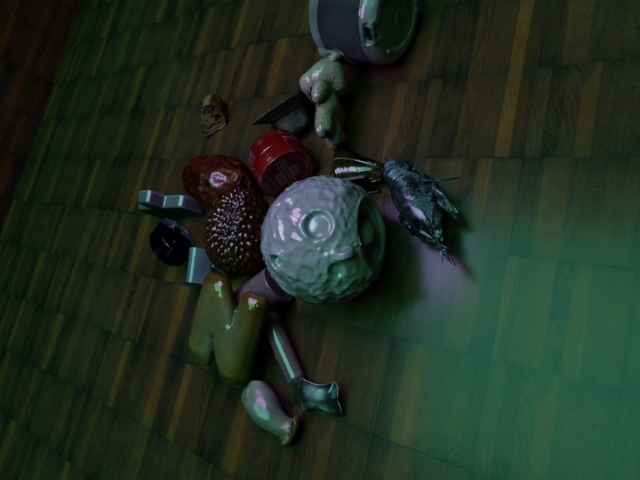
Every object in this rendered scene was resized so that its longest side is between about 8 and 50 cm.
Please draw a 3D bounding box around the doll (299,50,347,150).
[{"bbox_3d":[0.009,-0.413,1.319,0.149,0.175,0.279,2,69,-5],"label":"doll"}]

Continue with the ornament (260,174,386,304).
[{"bbox_3d":[0.000,0.000,1.143,0.336,0.337,0.338,-10,69,29],"label":"ornament"}]

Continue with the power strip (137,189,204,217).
[{"bbox_3d":[-0.587,-0.139,1.647,0.264,0.193,0.060,1,77,32],"label":"power strip"}]

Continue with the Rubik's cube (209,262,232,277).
[{"bbox_3d":[-0.317,0.076,1.467,0.111,0.093,0.111,-9,73,29],"label":"Rubik's cube"}]

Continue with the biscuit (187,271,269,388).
[{"bbox_3d":[-0.276,0.259,1.269,0.236,0.062,0.291,24,103,25],"label":"biscuit"}]

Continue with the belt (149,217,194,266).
[{"bbox_3d":[-0.538,0.005,1.598,0.078,0.151,0.198,-46,47,17],"label":"belt"}]

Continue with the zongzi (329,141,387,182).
[{"bbox_3d":[0.119,-0.245,1.310,0.187,0.084,0.184,-4,63,24],"label":"zongzi"}]

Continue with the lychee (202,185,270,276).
[{"bbox_3d":[-0.239,-0.037,1.342,0.271,0.271,0.272,-10,69,29],"label":"lychee"}]

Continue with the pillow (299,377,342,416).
[{"bbox_3d":[-0.002,0.420,1.175,0.135,0.091,0.055,-6,28,33],"label":"pillow"}]

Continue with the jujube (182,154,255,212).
[{"bbox_3d":[-0.370,-0.204,1.534,0.342,0.216,0.217,25,89,49],"label":"jujube"}]

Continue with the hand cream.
[{"bbox_3d":[-0.126,-0.243,1.391,0.193,0.193,0.125,-42,58,14],"label":"hand cream"}]

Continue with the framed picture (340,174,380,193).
[{"bbox_3d":[0.086,-0.154,1.275,0.148,0.109,0.011,-4,70,31],"label":"framed picture"}]

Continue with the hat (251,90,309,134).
[{"bbox_3d":[-0.097,-0.409,1.467,0.251,0.252,0.110,-26,104,23],"label":"hat"}]

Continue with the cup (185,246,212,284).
[{"bbox_3d":[-0.420,0.091,1.528,0.128,0.095,0.130,158,120,-66],"label":"cup"}]

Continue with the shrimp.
[{"bbox_3d":[0.277,-0.097,1.113,0.172,0.137,0.372,-51,52,28],"label":"shrimp"}]

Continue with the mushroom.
[{"bbox_3d":[-0.143,0.480,1.231,0.212,0.088,0.097,31,64,30],"label":"mushroom"}]

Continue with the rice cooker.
[{"bbox_3d":[0.125,-0.678,1.324,0.276,0.288,0.289,24,88,36],"label":"rice cooker"}]

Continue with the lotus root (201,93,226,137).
[{"bbox_3d":[-0.420,-0.503,1.729,0.159,0.095,0.135,125,145,-57],"label":"lotus root"}]

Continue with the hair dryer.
[{"bbox_3d":[-0.153,0.279,1.293,0.210,0.125,0.353,-36,66,19],"label":"hair dryer"}]
